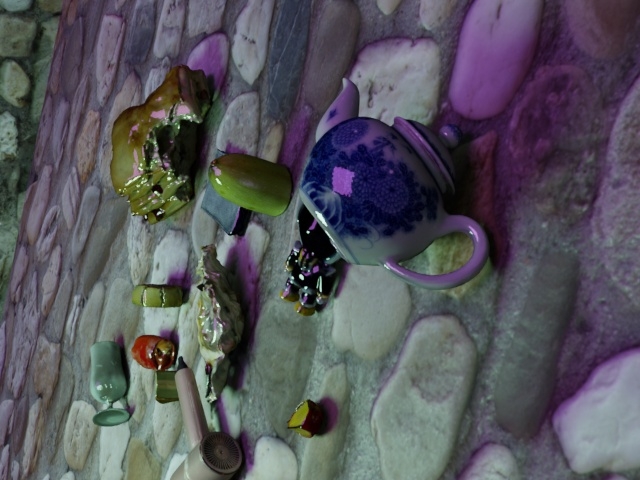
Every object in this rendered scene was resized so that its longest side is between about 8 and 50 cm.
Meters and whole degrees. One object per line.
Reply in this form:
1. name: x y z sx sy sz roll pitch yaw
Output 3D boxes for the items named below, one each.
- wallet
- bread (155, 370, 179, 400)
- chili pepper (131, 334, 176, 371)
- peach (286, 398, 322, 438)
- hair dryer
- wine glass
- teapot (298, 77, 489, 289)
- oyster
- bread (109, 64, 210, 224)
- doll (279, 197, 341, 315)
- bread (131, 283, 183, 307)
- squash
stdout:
1. wallet: -0.219 -0.115 2.051 0.222 0.036 0.167 35 111 55
2. bread: -0.404 0.371 2.154 0.139 0.084 0.074 -22 65 52
3. chili pepper: -0.450 0.290 2.244 0.192 0.084 0.086 3 52 53
4. peach: -0.028 0.350 1.641 0.083 0.050 0.077 -51 20 22
5. hair dryer: -0.289 0.420 1.954 0.189 0.107 0.344 -53 43 37
6. wine glass: -0.599 0.400 2.416 0.103 0.103 0.231 -50 40 37
7. teapot: 0.117 -0.098 1.404 0.280 0.252 0.424 -36 66 -1
8. oyster: -0.230 0.184 1.952 0.201 0.107 0.354 177 89 -75
9. bread: -0.425 -0.253 2.247 0.370 0.191 0.314 -41 50 41
10. doll: 0.004 0.002 1.638 0.145 0.103 0.316 58 134 51
11. bread: -0.422 0.142 2.205 0.156 0.117 0.064 -3 81 55
12. squash: -0.158 -0.128 1.838 0.123 0.186 0.123 -23 60 45
